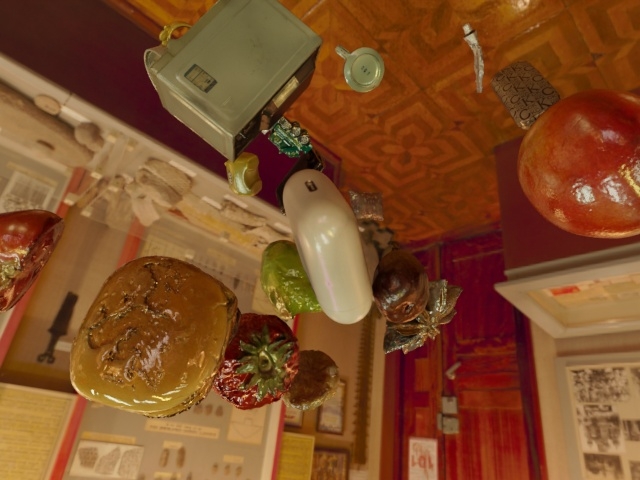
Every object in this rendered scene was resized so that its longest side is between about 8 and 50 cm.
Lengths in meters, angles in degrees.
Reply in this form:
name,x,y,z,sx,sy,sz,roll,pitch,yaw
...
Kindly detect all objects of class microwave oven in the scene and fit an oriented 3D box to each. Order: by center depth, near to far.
name,x,y,z,sx,sy,sz,roll,pitch,yaw
microwave oven,-0.208,-0.425,1.117,0.286,0.355,0.218,38,166,-4

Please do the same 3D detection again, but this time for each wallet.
name,x,y,z,sx,sy,sz,roll,pitch,yaw
wallet,-0.076,-0.216,1.513,0.071,0.262,0.221,38,104,-21

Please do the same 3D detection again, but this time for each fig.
name,x,y,z,sx,sy,sz,roll,pitch,yaw
fig,0.215,0.089,1.172,0.145,0.274,0.170,-17,126,19

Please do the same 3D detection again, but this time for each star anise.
name,x,y,z,sx,sy,sz,roll,pitch,yaw
star anise,0.322,0.243,1.390,0.331,0.118,0.332,-17,132,-21

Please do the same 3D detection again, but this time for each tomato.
name,x,y,z,sx,sy,sz,roll,pitch,yaw
tomato,-0.661,0.022,0.909,0.139,0.233,0.200,33,179,-15

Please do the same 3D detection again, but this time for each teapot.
name,x,y,z,sx,sy,sz,roll,pitch,yaw
teapot,0.149,-0.664,1.658,0.231,0.159,0.159,33,144,-27

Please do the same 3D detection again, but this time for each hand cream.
name,x,y,z,sx,sy,sz,roll,pitch,yaw
hand cream,0.586,-0.691,1.634,0.050,0.084,0.257,-19,109,7

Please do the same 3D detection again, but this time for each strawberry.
name,x,y,z,sx,sy,sz,roll,pitch,yaw
strawberry,-0.193,0.319,1.177,0.257,0.258,0.276,22,172,-27

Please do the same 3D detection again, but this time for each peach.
name,x,y,z,sx,sy,sz,roll,pitch,yaw
peach,0.707,-0.180,1.076,0.387,0.389,0.388,5,153,3

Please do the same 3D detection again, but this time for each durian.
name,x,y,z,sx,sy,sz,roll,pitch,yaw
durian,-0.092,0.129,1.409,0.204,0.340,0.256,-39,158,-4

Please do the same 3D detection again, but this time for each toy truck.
name,x,y,z,sx,sy,sz,roll,pitch,yaw
toy truck,-0.131,-0.369,1.462,0.216,0.110,0.116,39,105,-22

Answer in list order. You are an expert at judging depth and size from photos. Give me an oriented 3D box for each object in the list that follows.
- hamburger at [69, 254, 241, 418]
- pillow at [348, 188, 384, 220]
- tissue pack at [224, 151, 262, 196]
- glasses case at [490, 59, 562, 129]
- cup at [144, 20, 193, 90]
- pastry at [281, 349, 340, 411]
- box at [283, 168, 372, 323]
name,x,y,z,sx,sy,sz,roll,pitch,yaw
hamburger,-0.320,0.182,0.856,0.283,0.305,0.174,12,154,8
pillow,0.180,-0.132,1.625,0.184,0.118,0.043,-3,179,-38
tissue pack,-0.332,-0.284,1.848,0.127,0.123,0.178,11,123,23
glasses case,0.643,-0.466,1.360,0.137,0.355,0.085,-30,126,24
cup,-0.402,-0.550,1.312,0.185,0.226,0.241,40,149,22
pastry,-0.045,0.473,1.473,0.218,0.229,0.100,-30,135,-10
box,0.017,0.015,1.054,0.141,0.289,0.349,-21,126,-7
